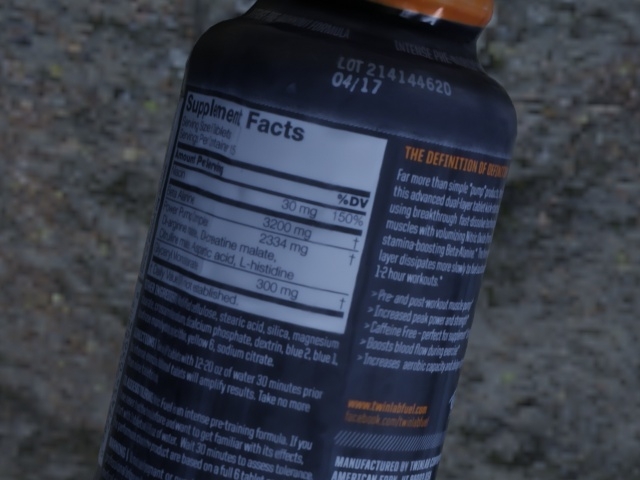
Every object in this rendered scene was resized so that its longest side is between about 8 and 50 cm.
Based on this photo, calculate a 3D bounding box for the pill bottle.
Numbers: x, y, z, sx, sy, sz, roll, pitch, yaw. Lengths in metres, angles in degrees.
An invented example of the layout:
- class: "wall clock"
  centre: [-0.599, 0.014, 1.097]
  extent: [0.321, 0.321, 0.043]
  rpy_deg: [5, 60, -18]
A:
- class: "pill bottle"
  centre: [0.000, 0.000, 0.667]
  extent: [0.130, 0.246, 0.130]
  rpy_deg: [13, -176, -1]
